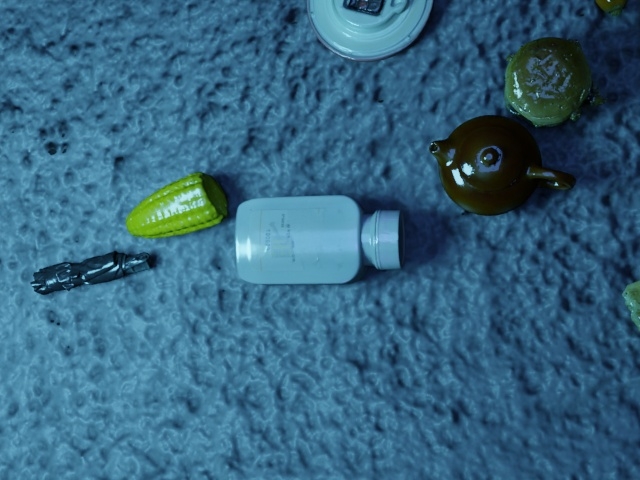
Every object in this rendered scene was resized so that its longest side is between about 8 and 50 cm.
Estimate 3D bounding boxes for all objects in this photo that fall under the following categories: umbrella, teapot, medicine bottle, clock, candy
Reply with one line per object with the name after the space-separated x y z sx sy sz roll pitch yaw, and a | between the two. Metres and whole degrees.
-0.440 0.057 1.572 0.236 0.059 0.066 -13 39 7 | umbrella
0.312 -0.127 1.400 0.252 0.135 0.178 15 91 14 | teapot
0.000 0.000 1.462 0.297 0.111 0.161 -3 84 13 | medicine bottle
0.092 -0.453 1.521 0.245 0.056 0.244 -1 84 11 | clock
-0.281 -0.055 1.535 0.199 0.094 0.106 -19 86 15 | candy

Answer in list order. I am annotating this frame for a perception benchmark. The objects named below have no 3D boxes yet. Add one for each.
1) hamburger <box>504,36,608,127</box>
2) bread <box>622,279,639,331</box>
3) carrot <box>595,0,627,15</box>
0.402 -0.267 1.399 0.185 0.131 0.159 19 91 9 | hamburger
0.634 0.089 1.313 0.268 0.130 0.152 -28 74 6 | bread
0.502 -0.526 1.447 0.066 0.062 0.271 -17 74 43 | carrot
